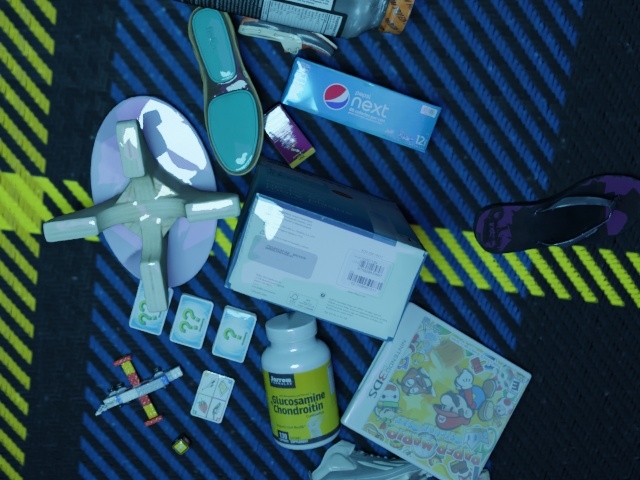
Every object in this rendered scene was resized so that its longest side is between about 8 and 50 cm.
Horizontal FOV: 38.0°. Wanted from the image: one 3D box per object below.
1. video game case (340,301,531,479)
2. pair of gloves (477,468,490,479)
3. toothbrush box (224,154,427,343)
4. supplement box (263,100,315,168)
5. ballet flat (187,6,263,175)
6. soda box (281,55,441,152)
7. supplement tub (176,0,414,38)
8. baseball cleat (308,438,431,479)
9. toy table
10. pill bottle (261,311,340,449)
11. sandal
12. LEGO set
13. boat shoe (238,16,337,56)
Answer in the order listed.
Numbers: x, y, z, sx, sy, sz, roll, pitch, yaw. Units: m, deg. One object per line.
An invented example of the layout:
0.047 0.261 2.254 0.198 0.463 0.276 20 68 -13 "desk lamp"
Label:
0.175 0.235 1.389 0.227 0.026 0.206 31 83 -10 "video game case"
0.176 0.477 1.472 0.240 0.042 0.204 -19 101 0 "pair of gloves"
0.000 0.000 1.214 0.216 0.295 0.126 19 101 -6 "toothbrush box"
-0.048 -0.148 1.298 0.043 0.055 0.083 -36 102 6 "supplement box"
-0.121 -0.203 1.256 0.080 0.073 0.232 -10 92 4 "ballet flat"
0.054 -0.189 1.284 0.210 0.071 0.067 19 102 -7 "soda box"
-0.034 -0.368 1.173 0.316 0.193 0.194 11 103 -6 "supplement tub"
0.082 0.342 1.418 0.206 0.109 0.072 -11 144 -26 "baseball cleat"
-0.234 -0.050 1.261 0.252 0.161 0.274 -19 105 2 "toy table"
-0.031 0.203 1.362 0.103 0.103 0.184 -8 104 -1 "pill bottle"
0.352 -0.028 1.347 0.254 0.054 0.097 -16 104 1 "sandal"
-0.217 0.199 1.377 0.182 0.060 0.244 18 103 -3 "LEGO set"
-0.044 -0.278 1.268 0.137 0.049 0.043 23 90 -2 "boat shoe"
